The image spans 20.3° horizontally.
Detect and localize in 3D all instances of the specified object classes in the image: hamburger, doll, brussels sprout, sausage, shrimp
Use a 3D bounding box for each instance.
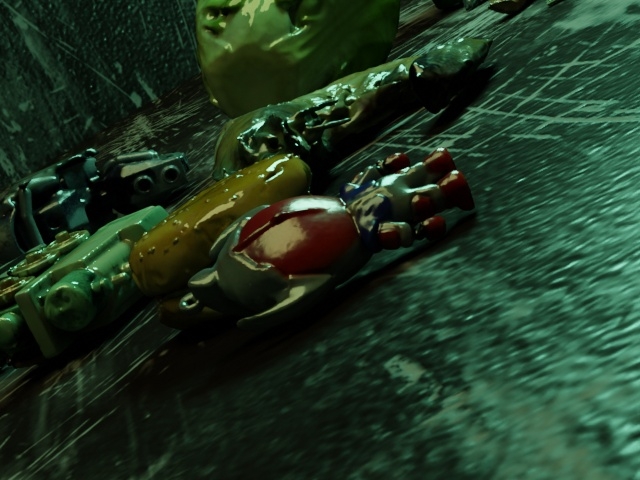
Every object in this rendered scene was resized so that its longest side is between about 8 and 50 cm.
[{"bbox_3d":[-0.063,0.002,1.237,0.138,0.083,0.147,-42,12,-34],"label":"hamburger"},{"bbox_3d":[0.000,0.000,1.114,0.194,0.104,0.062,-26,-33,-2],"label":"doll"},{"bbox_3d":[-0.035,-0.228,1.939,0.219,0.210,0.271,-1,34,24],"label":"brussels sprout"},{"bbox_3d":[0.205,-0.301,1.906,0.040,0.047,0.177,121,163,-44],"label":"sausage"},{"bbox_3d":[0.025,-0.101,1.530,0.272,0.085,0.445,-23,7,10],"label":"shrimp"}]

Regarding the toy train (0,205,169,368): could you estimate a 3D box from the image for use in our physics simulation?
[{"bbox_3d":[-0.192,0.036,1.463,0.125,0.081,0.194,-21,12,25],"label":"toy train"}]

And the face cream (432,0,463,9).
[{"bbox_3d":[0.149,-0.487,2.203,0.312,0.357,0.219,-33,11,-13],"label":"face cream"}]

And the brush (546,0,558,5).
[{"bbox_3d":[0.257,-0.253,1.748,0.083,0.013,0.016,-24,10,27],"label":"brush"}]

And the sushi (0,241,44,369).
[{"bbox_3d":[-0.373,0.118,1.627,0.292,0.059,0.294,-30,10,1],"label":"sushi"}]

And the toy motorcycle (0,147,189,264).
[{"bbox_3d":[-0.272,-0.037,1.971,0.270,0.106,0.159,-20,13,-3],"label":"toy motorcycle"}]

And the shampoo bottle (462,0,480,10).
[{"bbox_3d":[0.263,-0.352,2.003,0.309,0.071,0.098,-28,14,49],"label":"shampoo bottle"}]
